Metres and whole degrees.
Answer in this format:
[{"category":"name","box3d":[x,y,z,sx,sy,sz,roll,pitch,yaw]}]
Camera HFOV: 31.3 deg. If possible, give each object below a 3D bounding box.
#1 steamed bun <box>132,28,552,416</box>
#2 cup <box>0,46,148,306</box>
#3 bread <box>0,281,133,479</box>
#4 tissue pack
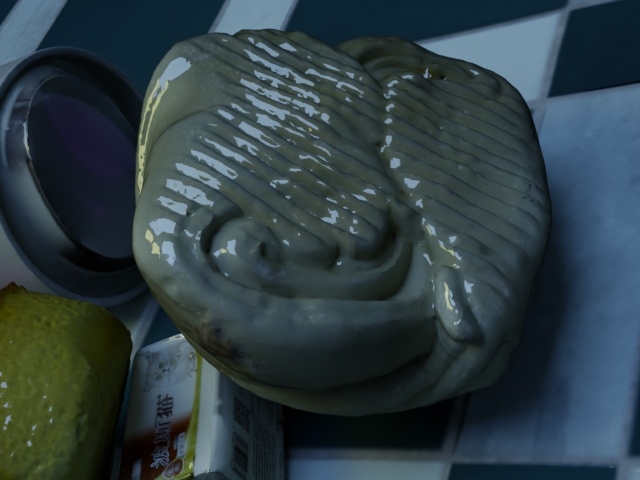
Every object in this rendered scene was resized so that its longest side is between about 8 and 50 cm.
[{"category":"steamed bun","box3d":[0.010,0.001,0.872,0.310,0.219,0.324,6,47,-10]},{"category":"cup","box3d":[-0.348,-0.040,1.182,0.371,0.253,0.253,-10,45,34]},{"category":"bread","box3d":[-0.238,0.166,0.879,0.148,0.270,0.270,13,49,-2]},{"category":"tissue pack","box3d":[-0.090,0.158,0.889,0.099,0.106,0.148,-23,39,18]}]
